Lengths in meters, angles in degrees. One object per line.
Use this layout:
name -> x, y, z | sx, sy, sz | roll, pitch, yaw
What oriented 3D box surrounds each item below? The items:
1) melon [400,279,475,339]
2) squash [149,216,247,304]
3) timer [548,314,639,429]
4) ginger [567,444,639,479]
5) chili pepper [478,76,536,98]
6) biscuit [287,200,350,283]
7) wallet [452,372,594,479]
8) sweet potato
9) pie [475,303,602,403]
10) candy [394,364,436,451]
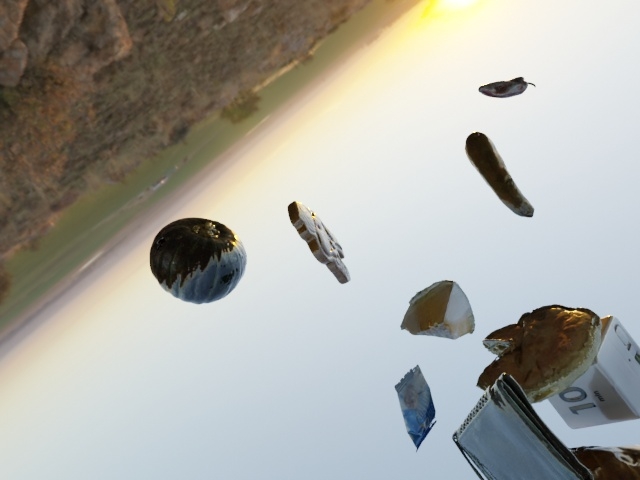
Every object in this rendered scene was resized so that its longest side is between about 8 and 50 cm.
melon -> 0.251, 0.166, 1.169 | 0.202, 0.140, 0.093 | -50, -162, 53
squash -> -0.231, 0.037, 1.093 | 0.193, 0.155, 0.193 | 3, -173, 0
timer -> 0.687, 0.334, 1.443 | 0.194, 0.192, 0.195 | -39, -178, -42
ginger -> 0.730, 0.577, 1.283 | 0.418, 0.254, 0.176 | 2, 179, -6
chili pepper -> 0.430, -0.353, 1.334 | 0.153, 0.041, 0.050 | -16, -158, -15
biscuit -> 0.003, -0.002, 1.592 | 0.044, 0.295, 0.186 | -30, -132, 13
wallet -> 0.397, 0.429, 1.154 | 0.075, 0.237, 0.342 | -25, 149, -21
sweet potato -> 0.443, -0.165, 1.434 | 0.075, 0.273, 0.075 | -22, 156, -11
pie -> 0.533, 0.269, 1.395 | 0.338, 0.075, 0.337 | -30, -165, 9
candy -> 0.170, 0.293, 1.015 | 0.038, 0.136, 0.088 | -7, -162, 42
